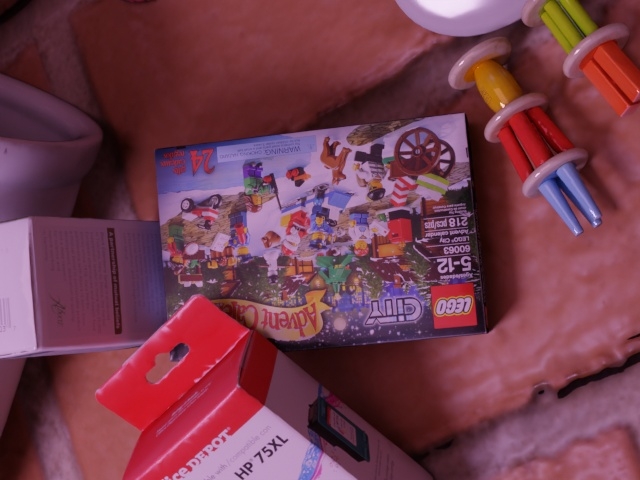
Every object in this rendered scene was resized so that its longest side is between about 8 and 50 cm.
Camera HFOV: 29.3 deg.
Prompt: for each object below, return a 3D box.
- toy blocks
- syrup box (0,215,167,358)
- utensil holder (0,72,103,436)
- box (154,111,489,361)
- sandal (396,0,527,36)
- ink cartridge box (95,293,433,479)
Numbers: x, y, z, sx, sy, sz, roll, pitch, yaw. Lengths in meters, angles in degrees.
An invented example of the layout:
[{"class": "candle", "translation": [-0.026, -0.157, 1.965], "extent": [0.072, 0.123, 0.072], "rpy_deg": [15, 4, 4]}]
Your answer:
[{"class": "toy blocks", "translation": [0.172, -0.090, 0.835], "extent": [0.123, 0.054, 0.148], "rpy_deg": [-40, 69, 24]}, {"class": "syrup box", "translation": [-0.166, 0.036, 0.930], "extent": [0.093, 0.237, 0.096], "rpy_deg": [-9, 84, 31]}, {"class": "utensil holder", "translation": [-0.392, 0.042, 1.023], "extent": [0.327, 0.327, 0.386], "rpy_deg": [25, 103, 30]}, {"class": "box", "translation": [0.000, 0.000, 0.896], "extent": [0.233, 0.044, 0.159], "rpy_deg": [-6, 84, 10]}, {"class": "sandal", "translation": [0.139, -0.349, 0.841], "extent": [0.169, 0.102, 0.416], "rpy_deg": [13, 109, 20]}, {"class": "ink cartridge box", "translation": [-0.045, 0.161, 0.874], "extent": [0.231, 0.078, 0.134], "rpy_deg": [40, 114, -14]}]
